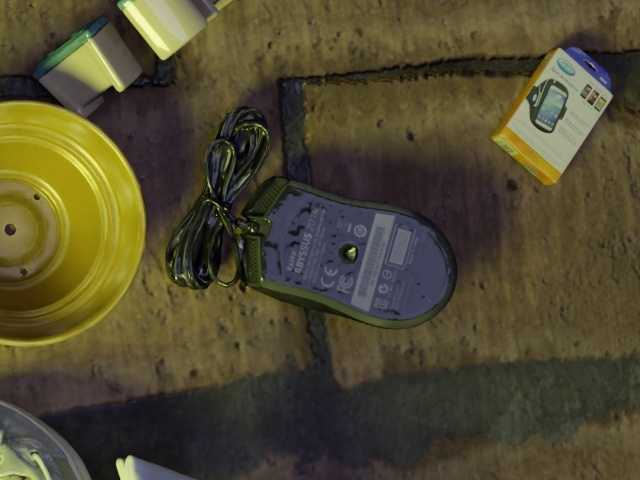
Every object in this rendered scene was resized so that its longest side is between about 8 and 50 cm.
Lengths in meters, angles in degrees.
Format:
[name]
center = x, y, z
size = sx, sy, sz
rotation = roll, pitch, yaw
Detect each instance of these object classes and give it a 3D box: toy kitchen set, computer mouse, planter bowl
[toy kitchen set]
center = -0.172, -0.235, 1.596
size = 0.122, 0.166, 0.207
rotation = 52, 34, -11
[computer mouse]
center = 0.000, 0.000, 1.643
size = 0.272, 0.072, 0.189
rotation = 22, 80, -6
[planter bowl]
center = -0.272, -0.013, 1.522
size = 0.217, 0.090, 0.217
rotation = 1, 86, -21

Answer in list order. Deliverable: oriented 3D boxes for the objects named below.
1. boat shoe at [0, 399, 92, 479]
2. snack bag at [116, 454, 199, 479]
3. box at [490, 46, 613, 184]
[boat shoe]
center = -0.249, 0.247, 1.414
size = 0.118, 0.320, 0.103
rotation = -46, 144, 13
[snack bag]
center = -0.065, 0.372, 1.435
size = 0.037, 0.323, 0.343
rotation = -20, 65, 18
[box]
center = 0.245, -0.135, 1.765
size = 0.081, 0.028, 0.136
rotation = 40, 71, -14
